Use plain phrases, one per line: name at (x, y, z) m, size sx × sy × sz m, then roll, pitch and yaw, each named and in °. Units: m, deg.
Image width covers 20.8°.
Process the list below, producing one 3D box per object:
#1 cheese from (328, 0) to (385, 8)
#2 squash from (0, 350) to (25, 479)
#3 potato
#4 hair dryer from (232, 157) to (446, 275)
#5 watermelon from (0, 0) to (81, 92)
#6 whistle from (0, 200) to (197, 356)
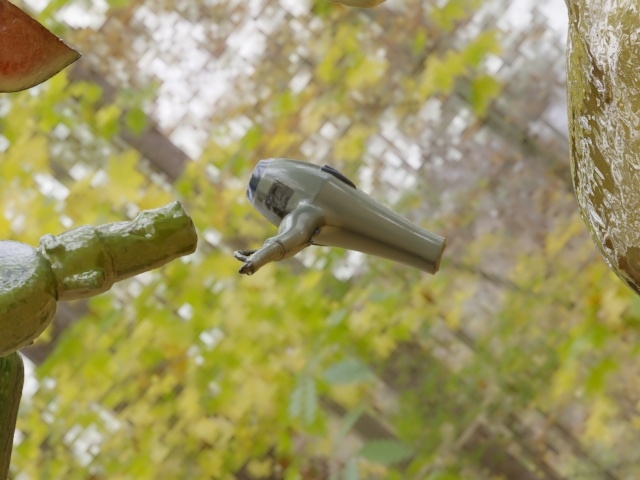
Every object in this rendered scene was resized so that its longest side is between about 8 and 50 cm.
cheese at (0.084, -0.402, 1.839) m, size 0.265 × 0.124 × 0.242 m, roll -39°, pitch -50°, yaw -44°
squash at (-0.273, 0.159, 1.352) m, size 0.077 × 0.068 × 0.219 m, roll 61°, pitch -147°, yaw -63°
potato at (0.177, -0.075, 0.810) m, size 0.299 × 0.116 × 0.239 m, roll 53°, pitch -132°, yaw -46°
hair dryer at (0.019, 0.003, 1.347) m, size 0.199 × 0.167 × 0.067 m, roll -86°, pitch 13°, yaw -68°
watermelon at (-0.312, -0.194, 1.611) m, size 0.087 × 0.163 × 0.069 m, roll -50°, pitch 20°, yaw 9°
whistle at (-0.170, 0.026, 1.089) m, size 0.198 × 0.104 × 0.057 m, roll -18°, pitch -62°, yaw -21°
